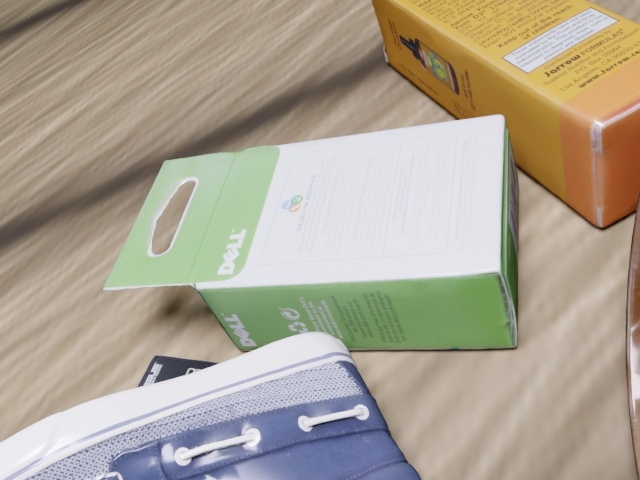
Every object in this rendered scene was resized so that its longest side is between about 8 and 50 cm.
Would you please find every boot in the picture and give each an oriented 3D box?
[{"bbox_3d":[-0.054,0.106,0.296,0.190,0.069,0.086,-21,52,-19],"label":"boot"}]

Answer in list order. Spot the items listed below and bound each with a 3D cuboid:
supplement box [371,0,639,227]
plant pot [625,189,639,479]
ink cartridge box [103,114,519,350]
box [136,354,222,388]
[{"bbox_3d":[0.118,-0.110,0.447,0.080,0.078,0.233,-32,45,-8],"label":"supplement box"},{"bbox_3d":[0.233,0.027,0.196,0.231,0.215,0.215,3,49,7],"label":"plant pot"},{"bbox_3d":[0.000,0.000,0.403,0.209,0.062,0.109,-4,47,20],"label":"ink cartridge box"},{"bbox_3d":[-0.071,0.100,0.370,0.067,0.018,0.083,3,50,25],"label":"box"}]
